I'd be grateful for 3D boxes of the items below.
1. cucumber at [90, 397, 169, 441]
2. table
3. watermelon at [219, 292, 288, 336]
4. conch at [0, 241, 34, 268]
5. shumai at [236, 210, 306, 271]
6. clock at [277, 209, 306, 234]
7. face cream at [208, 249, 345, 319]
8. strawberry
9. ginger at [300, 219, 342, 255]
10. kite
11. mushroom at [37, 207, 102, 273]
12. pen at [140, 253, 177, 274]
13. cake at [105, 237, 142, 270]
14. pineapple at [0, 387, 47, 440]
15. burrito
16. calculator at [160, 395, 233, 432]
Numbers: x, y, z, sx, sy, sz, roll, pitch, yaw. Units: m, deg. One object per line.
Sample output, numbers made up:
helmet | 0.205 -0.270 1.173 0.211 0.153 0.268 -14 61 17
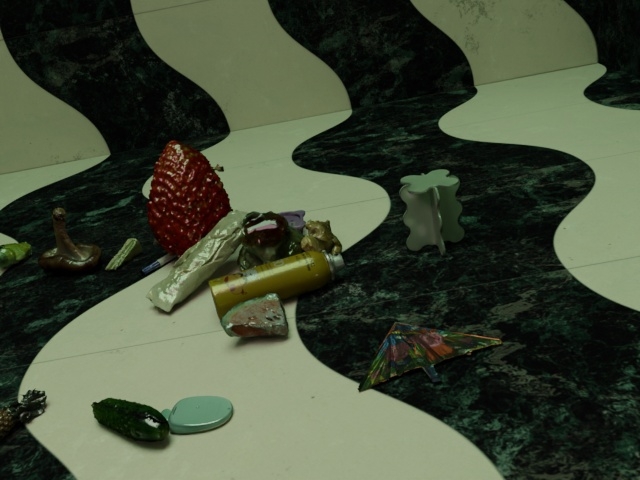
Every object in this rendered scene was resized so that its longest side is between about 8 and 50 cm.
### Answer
cucumber | -0.382 0.350 1.215 0.227 0.069 0.069 3 28 36
table | 0.303 -0.072 1.663 0.166 0.198 0.166 -9 24 4
watermelon | -0.137 0.197 1.440 0.139 0.071 0.187 21 31 38
conch | -1.074 0.049 2.137 0.094 0.080 0.201 16 23 12
shumai | -0.138 -0.012 1.724 0.222 0.204 0.272 -14 21 -9
clock | -0.096 -0.043 1.944 0.110 0.050 0.153 -10 25 2
face cream | -0.105 0.103 1.574 0.348 0.105 0.105 -16 25 -12
strawberry | -0.383 -0.121 1.868 0.292 0.344 0.292 8 37 -6
ginger | -0.008 -0.007 1.712 0.059 0.133 0.214 -40 -17 24
kite | 0.208 0.229 1.288 0.321 0.016 0.234 -15 24 -10
mushroom | -0.825 -0.006 1.966 0.226 0.218 0.148 -3 27 18
pen | -0.477 0.055 1.926 0.025 0.025 0.204 11 34 39
cake | -0.634 0.058 1.985 0.051 0.055 0.140 6 47 29
pineapple | -0.651 0.366 1.291 0.074 0.074 0.159 5 21 32
burrito | -0.331 0.049 1.730 0.117 0.076 0.392 22 55 29
calculator | -0.249 0.344 1.219 0.152 0.021 0.095 -4 25 7
